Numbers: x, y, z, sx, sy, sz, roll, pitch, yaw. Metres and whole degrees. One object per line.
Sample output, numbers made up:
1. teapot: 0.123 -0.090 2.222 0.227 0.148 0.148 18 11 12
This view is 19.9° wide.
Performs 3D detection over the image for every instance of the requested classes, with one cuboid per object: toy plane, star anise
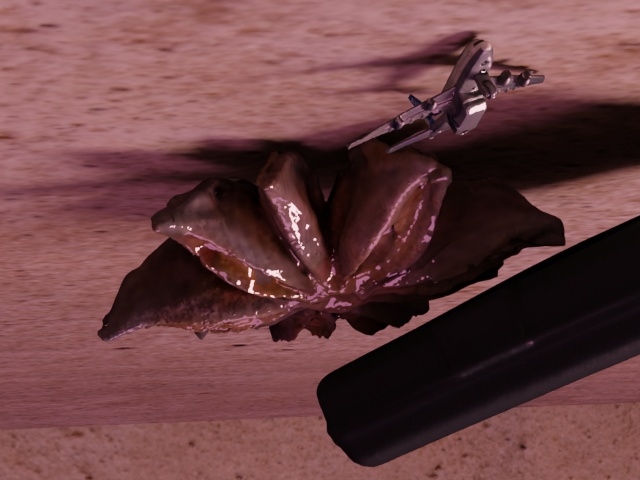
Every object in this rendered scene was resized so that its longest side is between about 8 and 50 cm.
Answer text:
1. toy plane: 0.047 -0.049 0.627 0.078 0.024 0.084 -20 176 -17
2. star anise: 0.000 0.000 0.781 0.182 0.065 0.195 1 161 -31

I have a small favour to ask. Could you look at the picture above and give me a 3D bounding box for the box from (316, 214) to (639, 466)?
1. box: 0.119 0.025 0.789 0.160 0.050 0.230 -23 176 -45
